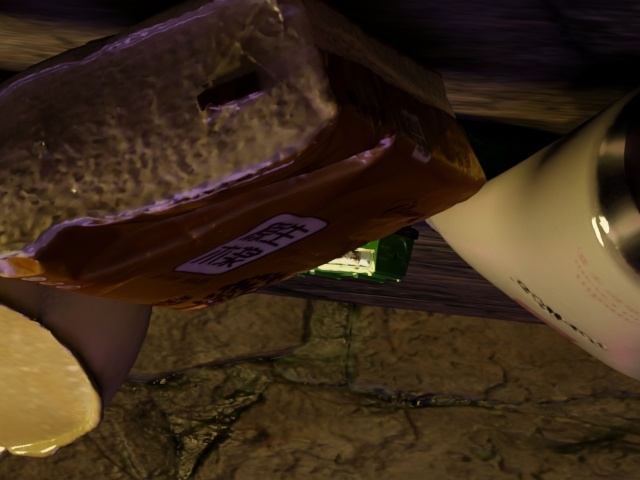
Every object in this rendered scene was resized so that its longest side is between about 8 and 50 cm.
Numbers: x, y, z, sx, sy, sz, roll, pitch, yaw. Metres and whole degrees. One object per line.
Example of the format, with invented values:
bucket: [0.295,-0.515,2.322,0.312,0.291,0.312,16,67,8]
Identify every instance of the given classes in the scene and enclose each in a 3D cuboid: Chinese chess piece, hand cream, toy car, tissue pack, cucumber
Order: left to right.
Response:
Chinese chess piece: [-0.277,0.019,1.280,0.338,0.141,0.338,10,151,6]
tissue pack: [-0.043,-0.038,0.905,0.183,0.092,0.226,-25,168,16]
toy car: [0.000,0.000,1.682,0.165,0.063,0.071,4,175,31]
cucumber: [0.080,-0.051,1.153,0.155,0.037,0.037,10,174,-29]
hand cream: [0.156,0.008,1.048,0.185,0.118,0.359,34,167,0]
